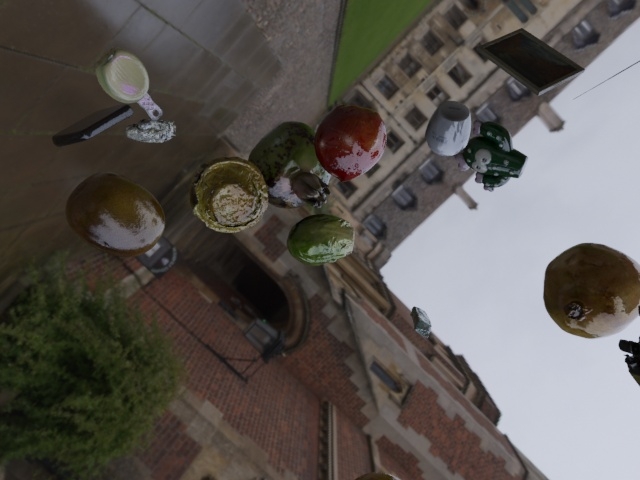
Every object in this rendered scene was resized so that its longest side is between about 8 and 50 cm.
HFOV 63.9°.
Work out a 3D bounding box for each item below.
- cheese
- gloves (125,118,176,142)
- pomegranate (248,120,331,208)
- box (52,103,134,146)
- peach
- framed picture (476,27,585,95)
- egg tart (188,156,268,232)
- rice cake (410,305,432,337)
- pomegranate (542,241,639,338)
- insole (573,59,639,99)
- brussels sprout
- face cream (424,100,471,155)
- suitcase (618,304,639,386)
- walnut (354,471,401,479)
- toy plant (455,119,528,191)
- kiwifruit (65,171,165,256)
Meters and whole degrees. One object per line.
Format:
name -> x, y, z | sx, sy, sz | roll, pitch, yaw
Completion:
cheese -> -0.544, -0.444, 1.493 | 0.064, 0.227, 0.137 | 19, -114, 45
gloves -> -0.570, -0.367, 1.722 | 0.153, 0.071, 0.114 | -4, 177, -40
pomegranate -> -0.073, -0.208, 1.623 | 0.285, 0.285, 0.341 | -44, -137, 10
box -> -0.429, -0.214, 0.964 | 0.126, 0.027, 0.125 | 2, -143, 38
peach -> 0.071, -0.251, 1.339 | 0.197, 0.197, 0.197 | -44, -173, 7
framed picture -> 0.600, -0.519, 1.475 | 0.184, 0.250, 0.016 | -27, 149, -16
egg tart -> -0.264, -0.124, 1.496 | 0.241, 0.241, 0.106 | -44, -152, 9
rice cake -> 0.266, 0.213, 1.369 | 0.034, 0.043, 0.211 | -63, 175, 6
pomegranate -> 0.835, 0.157, 1.583 | 0.319, 0.319, 0.319 | -44, -173, 7
insole -> 0.794, -0.445, 1.382 | 0.232, 0.003, 0.080 | -30, 180, 31
brussels sprout -> 0.000, -0.005, 1.386 | 0.161, 0.180, 0.144 | 127, -38, -67
face cream -> 0.265, -0.231, 1.060 | 0.091, 0.091, 0.095 | -49, 159, -29
suitcase -> 0.572, 0.214, 0.735 | 0.143, 0.235, 0.194 | -48, -163, -18
walnut -> 0.173, 0.728, 1.366 | 0.195, 0.221, 0.195 | -53, 153, -42
toy plant -> 0.583, -0.289, 1.773 | 0.112, 0.243, 0.232 | -45, 176, -38
kiwifruit -> -0.500, -0.058, 1.275 | 0.195, 0.234, 0.196 | -19, -129, 25
